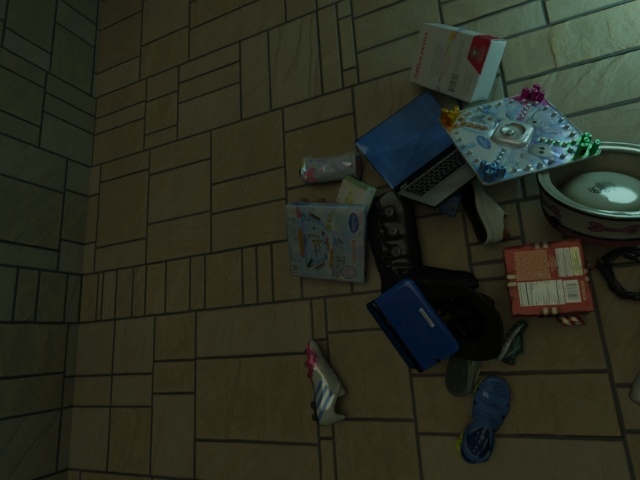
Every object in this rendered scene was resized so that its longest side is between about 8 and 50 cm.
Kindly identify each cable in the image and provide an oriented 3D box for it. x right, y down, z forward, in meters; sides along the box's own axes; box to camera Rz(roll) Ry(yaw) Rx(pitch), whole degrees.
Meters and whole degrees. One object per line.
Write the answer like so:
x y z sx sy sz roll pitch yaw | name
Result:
0.995 0.108 1.336 0.151 0.047 0.184 -22 57 9 | cable

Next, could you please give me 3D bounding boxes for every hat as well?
0.487 0.243 1.384 0.134 0.331 0.331 -27 61 -30 | hat

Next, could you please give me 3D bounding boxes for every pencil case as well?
0.048 -0.316 1.826 0.274 0.113 0.123 -1 93 24 | pencil case

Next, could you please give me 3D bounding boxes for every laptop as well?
0.407 -0.353 1.536 0.382 0.236 0.408 -37 25 -7 | laptop

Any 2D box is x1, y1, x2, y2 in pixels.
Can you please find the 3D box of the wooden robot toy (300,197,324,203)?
-0.008 -0.155 1.846 0.079 0.076 0.173 -46 65 -3 | wooden robot toy

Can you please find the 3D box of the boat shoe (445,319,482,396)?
0.523 0.390 1.478 0.118 0.103 0.320 2 74 41 | boat shoe

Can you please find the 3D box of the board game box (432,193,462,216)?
0.493 -0.147 1.622 0.090 0.020 0.089 24 110 27 | board game box

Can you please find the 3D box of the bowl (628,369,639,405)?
1.028 0.453 1.250 0.142 0.053 0.142 27 89 26 | bowl

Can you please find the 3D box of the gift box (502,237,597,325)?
0.737 0.141 1.333 0.277 0.258 0.254 -3 78 24 | gift box

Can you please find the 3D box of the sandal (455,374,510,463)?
0.548 0.604 1.384 0.126 0.138 0.317 17 86 17 | sandal

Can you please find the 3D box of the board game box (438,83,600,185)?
0.660 -0.377 1.426 0.391 0.050 0.389 -15 50 0 | board game box

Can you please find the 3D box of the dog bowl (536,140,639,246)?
0.887 -0.142 1.293 0.409 0.150 0.407 -9 41 8 | dog bowl

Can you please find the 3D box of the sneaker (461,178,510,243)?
0.614 -0.119 1.554 0.123 0.106 0.289 -5 66 -10 | sneaker

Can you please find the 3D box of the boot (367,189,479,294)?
0.369 0.007 1.608 0.368 0.146 0.444 -15 69 19 | boot

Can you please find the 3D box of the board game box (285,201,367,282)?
0.027 0.006 1.683 0.318 0.066 0.318 5 114 16 | board game box

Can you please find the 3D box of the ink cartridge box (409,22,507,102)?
0.516 -0.685 1.602 0.306 0.131 0.226 40 136 36 | ink cartridge box

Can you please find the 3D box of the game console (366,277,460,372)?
0.317 0.302 1.495 0.250 0.173 0.293 -39 81 20 | game console

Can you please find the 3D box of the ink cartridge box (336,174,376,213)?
0.127 -0.133 1.713 0.171 0.056 0.234 40 116 49 | ink cartridge box

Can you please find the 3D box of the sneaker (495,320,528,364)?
0.672 0.355 1.437 0.076 0.065 0.166 32 97 10 | sneaker

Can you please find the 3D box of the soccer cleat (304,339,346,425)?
0.025 0.559 1.666 0.143 0.116 0.330 -10 77 6 | soccer cleat
